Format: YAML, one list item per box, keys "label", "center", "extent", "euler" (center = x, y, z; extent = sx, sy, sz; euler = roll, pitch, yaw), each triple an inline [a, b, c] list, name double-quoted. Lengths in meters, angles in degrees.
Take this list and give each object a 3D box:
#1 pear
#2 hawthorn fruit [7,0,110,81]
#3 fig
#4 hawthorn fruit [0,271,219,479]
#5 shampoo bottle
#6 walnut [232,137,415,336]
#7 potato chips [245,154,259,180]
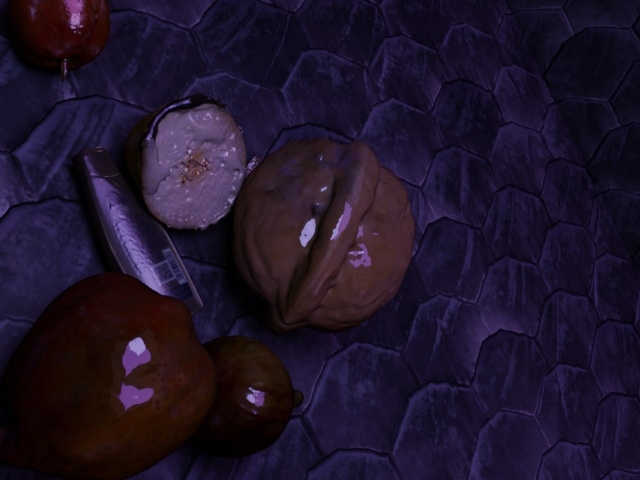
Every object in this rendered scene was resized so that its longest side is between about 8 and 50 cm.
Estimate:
- label: "pear"
  center: [-0.281, -0.155, 1.491]
  extent: [0.266, 0.178, 0.267]
  euler: [-24, 123, -44]
- label: "hawthorn fruit"
  center: [-0.465, -0.381, 1.424]
  extent: [0.179, 0.179, 0.201]
  euler: [5, 68, -39]
- label: "fig"
  center: [-0.108, 0.281, 1.440]
  extent: [0.320, 0.216, 0.217]
  euler: [15, 60, -56]
- label: "hawthorn fruit"
  center: [-0.320, 0.211, 1.202]
  extent: [0.308, 0.308, 0.325]
  euler: [51, 26, -11]
- label: "shampoo bottle"
  center: [-0.338, -0.004, 1.427]
  extent: [0.125, 0.084, 0.350]
  euler: [-30, 91, -46]
- label: "walnut"
  center: [0.010, -0.008, 1.533]
  extent: [0.383, 0.383, 0.384]
  euler: [18, 61, -34]
- label: "potato chips"
  center: [-0.184, -0.100, 1.638]
  extent: [0.026, 0.037, 0.204]
  euler: [39, 55, -8]
